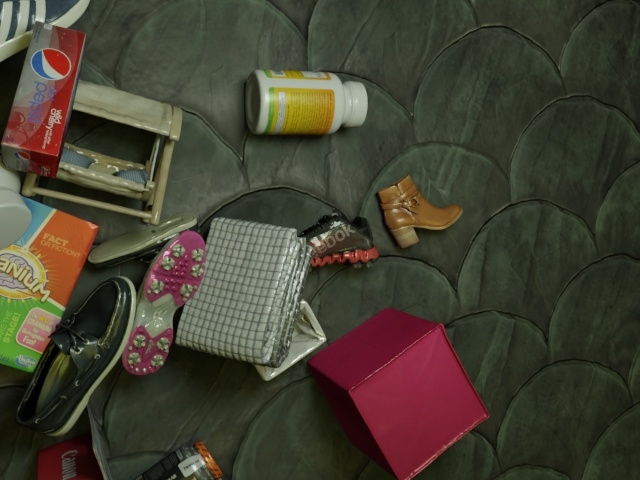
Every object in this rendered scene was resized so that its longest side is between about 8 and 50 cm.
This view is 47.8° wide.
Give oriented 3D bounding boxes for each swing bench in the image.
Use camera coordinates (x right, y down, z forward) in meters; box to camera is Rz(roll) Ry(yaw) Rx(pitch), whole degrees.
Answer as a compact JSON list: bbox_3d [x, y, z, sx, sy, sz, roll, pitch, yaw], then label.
[{"bbox_3d":[-0.420,-0.181,1.410,0.253,0.165,0.255,13,89,-20],"label":"swing bench"}]

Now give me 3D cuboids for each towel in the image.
[{"bbox_3d":[-0.152,0.104,1.482,0.121,0.234,0.284,31,70,-54],"label":"towel"}]

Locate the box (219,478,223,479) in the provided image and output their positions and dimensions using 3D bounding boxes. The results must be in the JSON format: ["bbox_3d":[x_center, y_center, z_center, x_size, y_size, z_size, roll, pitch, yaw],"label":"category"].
[{"bbox_3d":[-0.179,0.730,1.556,0.215,0.168,0.345,-40,106,-14],"label":"box"}]

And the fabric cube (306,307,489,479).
[{"bbox_3d":[0.167,0.331,1.616,0.259,0.258,0.254,-32,103,-16],"label":"fabric cube"}]

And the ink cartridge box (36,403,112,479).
[{"bbox_3d":[-0.455,0.482,1.361,0.130,0.309,0.272,-16,98,-19],"label":"ink cartridge box"}]

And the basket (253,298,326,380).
[{"bbox_3d":[-0.092,0.211,1.592,0.167,0.103,0.113,-32,104,-15],"label":"basket"}]

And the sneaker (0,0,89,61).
[{"bbox_3d":[-0.572,-0.432,1.306,0.350,0.131,0.148,-46,144,-29],"label":"sneaker"}]

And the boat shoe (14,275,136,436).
[{"bbox_3d":[-0.475,0.215,1.377,0.340,0.127,0.113,-57,147,3],"label":"boat shoe"}]

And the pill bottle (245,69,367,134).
[{"bbox_3d":[-0.030,-0.296,1.565,0.245,0.136,0.137,-2,94,-21],"label":"pill bottle"}]

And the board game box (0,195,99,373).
[{"bbox_3d":[-0.606,0.072,1.407,0.242,0.064,0.317,22,85,-21],"label":"board game box"}]

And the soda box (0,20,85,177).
[{"bbox_3d":[-0.477,-0.246,1.254,0.092,0.083,0.264,12,63,-18],"label":"soda box"}]

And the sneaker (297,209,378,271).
[{"bbox_3d":[0.000,0.000,1.617,0.275,0.097,0.135,-5,95,-23],"label":"sneaker"}]

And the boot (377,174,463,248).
[{"bbox_3d":[0.238,-0.087,1.718,0.197,0.073,0.152,-27,98,-20],"label":"boot"}]

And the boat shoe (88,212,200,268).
[{"bbox_3d":[-0.359,0.017,1.492,0.233,0.084,0.079,-19,123,-14],"label":"boat shoe"}]

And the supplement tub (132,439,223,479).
[{"bbox_3d":[-0.308,0.514,1.521,0.190,0.117,0.117,-34,104,-15],"label":"supplement tub"}]

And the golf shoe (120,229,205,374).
[{"bbox_3d":[-0.337,0.112,1.466,0.115,0.140,0.306,27,87,-37],"label":"golf shoe"}]

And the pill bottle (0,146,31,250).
[{"bbox_3d":[-0.635,-0.123,1.262,0.169,0.169,0.301,-35,70,-15],"label":"pill bottle"}]
